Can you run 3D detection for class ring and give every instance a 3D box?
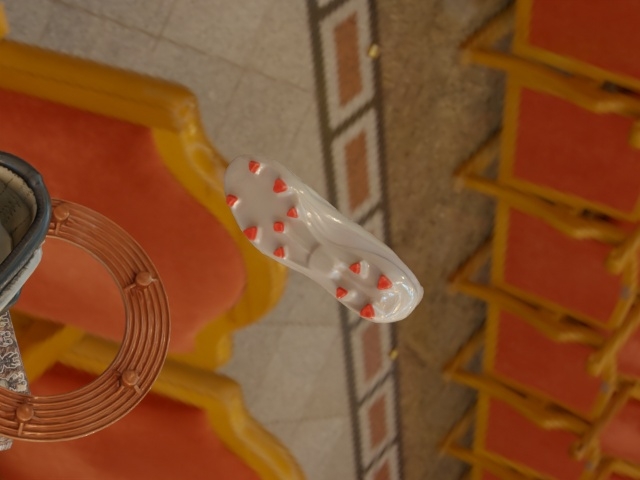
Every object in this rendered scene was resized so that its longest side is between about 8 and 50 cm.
[{"bbox_3d":[-0.351,0.089,1.586,0.336,0.336,0.032,-42,176,-33],"label":"ring"}]

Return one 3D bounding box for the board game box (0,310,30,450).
[{"bbox_3d":[-0.564,0.218,1.708,0.291,0.141,0.232,-11,159,-25],"label":"board game box"}]

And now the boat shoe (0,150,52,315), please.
[{"bbox_3d":[-0.231,0.044,0.496,0.091,0.114,0.302,-36,-173,44],"label":"boat shoe"}]

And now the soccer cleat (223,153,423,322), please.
[{"bbox_3d":[0.000,0.000,1.031,0.068,0.196,0.076,-56,160,16],"label":"soccer cleat"}]
